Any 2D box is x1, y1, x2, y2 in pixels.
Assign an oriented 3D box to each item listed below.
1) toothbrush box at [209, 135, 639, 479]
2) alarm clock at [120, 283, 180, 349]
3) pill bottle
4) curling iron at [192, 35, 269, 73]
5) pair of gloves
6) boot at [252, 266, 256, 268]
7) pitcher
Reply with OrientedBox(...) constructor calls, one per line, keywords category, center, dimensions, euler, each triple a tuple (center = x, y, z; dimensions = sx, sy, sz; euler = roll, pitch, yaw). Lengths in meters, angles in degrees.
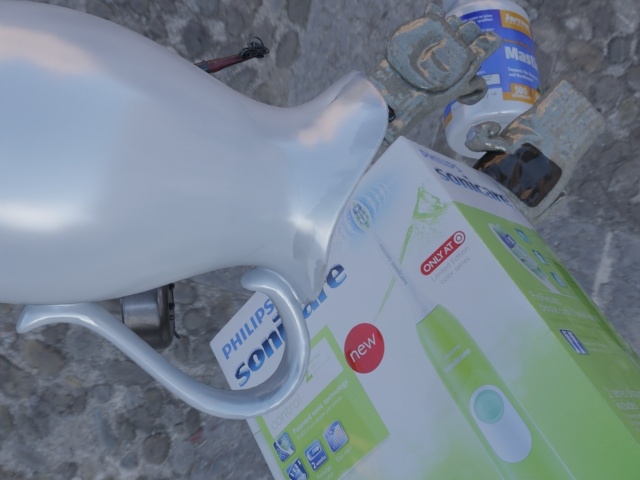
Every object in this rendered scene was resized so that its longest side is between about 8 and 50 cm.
OrientedBox(category="toothbrush box", center=(0.083, 0.113, 0.497), dimensions=(0.206, 0.122, 0.283), euler=(-46, 54, 23))
OrientedBox(category="alarm clock", center=(-0.211, 0.055, 0.986), dimensions=(0.064, 0.129, 0.192), euler=(-6, 130, -5))
OrientedBox(category="pill bottle", center=(0.259, -0.278, 1.265), dimensions=(0.152, 0.152, 0.272), euler=(-3, 68, 3))
OrientedBox(category="curling iron", center=(-0.247, -0.396, 1.802), dimensions=(0.273, 0.068, 0.035), euler=(-18, 71, -6))
OrientedBox(category="pair of gloves", center=(0.156, -0.123, 0.817), dimensions=(0.240, 0.042, 0.204), euler=(38, 63, 1))
OrientedBox(category="boot", center=(0.001, 0.000, 1.227), dimensions=(0.178, 0.085, 0.237), euler=(25, 54, -22))
OrientedBox(category="pitcher", center=(-0.090, -0.006, 0.361), dimensions=(0.207, 0.125, 0.178), euler=(7, 98, -21))
